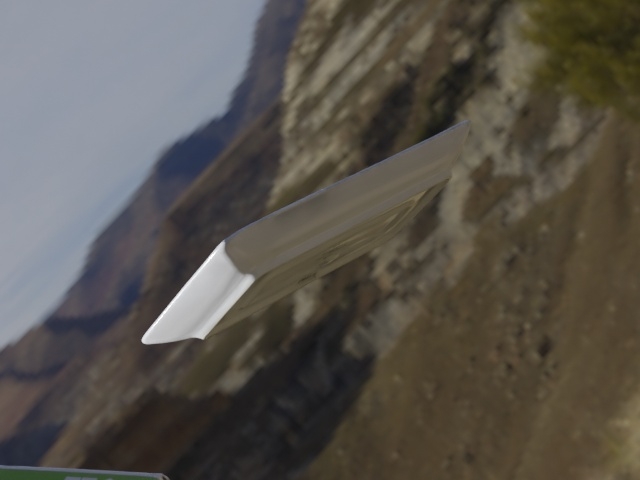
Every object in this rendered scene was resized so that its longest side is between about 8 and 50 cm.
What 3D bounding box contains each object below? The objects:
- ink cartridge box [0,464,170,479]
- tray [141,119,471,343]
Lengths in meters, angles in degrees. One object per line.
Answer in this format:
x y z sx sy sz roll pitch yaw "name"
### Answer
-0.157 0.120 0.669 0.189 0.255 0.097 0 36 22 "ink cartridge box"
0.000 0.000 1.220 0.270 0.030 0.145 -27 -13 -42 "tray"
